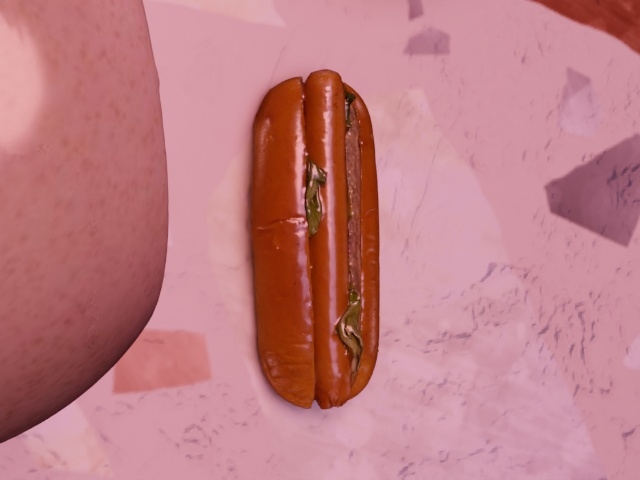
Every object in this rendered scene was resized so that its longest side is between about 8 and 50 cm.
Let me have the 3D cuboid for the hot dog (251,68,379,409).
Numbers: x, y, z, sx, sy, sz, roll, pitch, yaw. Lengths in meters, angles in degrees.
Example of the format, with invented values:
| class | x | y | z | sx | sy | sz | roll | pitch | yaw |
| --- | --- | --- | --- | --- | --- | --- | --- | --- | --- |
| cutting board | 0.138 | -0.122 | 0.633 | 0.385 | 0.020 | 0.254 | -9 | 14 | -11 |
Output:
| class | x | y | z | sx | sy | sz | roll | pitch | yaw |
| --- | --- | --- | --- | --- | --- | --- | --- | --- | --- |
| hot dog | 0.000 | 0.000 | 1.271 | 0.100 | 0.068 | 0.249 | -5 | 94 | -26 |

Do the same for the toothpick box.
| class | x | y | z | sx | sy | sz | roll | pitch | yaw |
| --- | --- | --- | --- | --- | --- | --- | --- | --- | --- |
| toothpick box | -0.324 | -0.060 | 0.931 | 0.425 | 0.409 | 0.409 | -11 | 96 | -20 |
